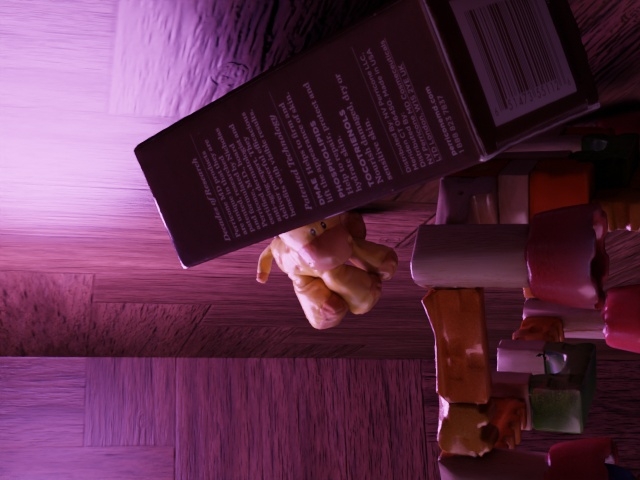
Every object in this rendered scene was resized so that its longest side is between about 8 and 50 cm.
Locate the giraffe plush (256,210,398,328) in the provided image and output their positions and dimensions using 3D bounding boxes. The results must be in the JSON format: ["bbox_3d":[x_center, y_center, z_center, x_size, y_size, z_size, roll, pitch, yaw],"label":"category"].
[{"bbox_3d":[0.000,0.000,1.337,0.210,0.181,0.170,30,159,14],"label":"giraffe plush"}]

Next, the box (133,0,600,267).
[{"bbox_3d":[0.025,-0.100,0.840,0.381,0.143,0.191,-16,-173,46],"label":"box"}]

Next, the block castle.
[{"bbox_3d":[0.266,0.048,0.953,0.212,0.303,0.453,0,-162,25],"label":"block castle"}]
